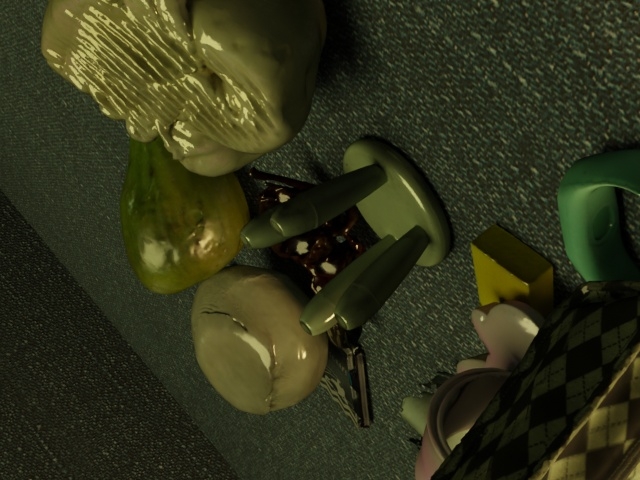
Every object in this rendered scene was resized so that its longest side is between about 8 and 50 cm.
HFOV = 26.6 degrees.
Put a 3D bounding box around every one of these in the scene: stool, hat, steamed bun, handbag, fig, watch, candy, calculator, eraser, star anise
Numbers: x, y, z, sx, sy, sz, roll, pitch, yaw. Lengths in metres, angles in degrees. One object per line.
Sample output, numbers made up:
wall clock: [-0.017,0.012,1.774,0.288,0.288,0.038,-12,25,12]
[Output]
stool: [0.036,-0.001,1.746,0.195,0.198,0.195,55,163,-6]
hat: [0.045,0.107,2.114,0.050,0.121,0.121,-12,120,26]
steamed bun: [-0.148,-0.260,1.678,0.339,0.247,0.352,38,144,-6]
handbag: [0.324,0.288,1.289,0.416,0.317,0.180,48,155,-17]
fig: [-0.241,-0.070,2.237,0.233,0.233,0.314,29,143,50]
watch: [0.316,0.007,1.302,0.195,0.068,0.237,35,155,40]
candy: [-0.101,0.157,2.311,0.295,0.185,0.295,27,132,34]
watch: [0.204,0.214,1.540,0.248,0.217,0.211,41,142,29]
calculator: [0.026,0.221,2.411,0.166,0.028,0.274,45,158,32]
eraser: [0.230,0.053,1.614,0.097,0.045,0.122,38,156,33]
star anise: [0.000,0.000,1.929,0.220,0.126,0.190,41,-156,-44]

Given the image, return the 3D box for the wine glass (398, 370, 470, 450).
wine glass: [0.248,0.307,1.881,0.321,0.143,0.143,35,153,46]
